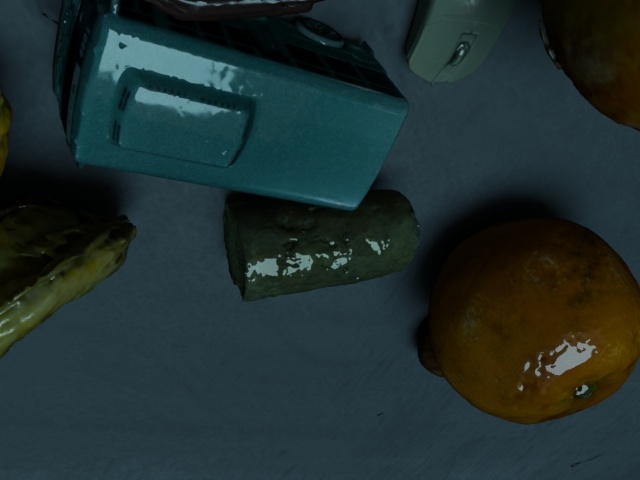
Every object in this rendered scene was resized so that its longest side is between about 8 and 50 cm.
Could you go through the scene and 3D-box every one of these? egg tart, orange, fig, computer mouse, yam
[{"bbox_3d":[-0.272,0.034,0.515,0.241,0.241,0.106,-31,106,9],"label":"egg tart"},{"bbox_3d":[0.263,0.098,0.752,0.261,0.261,0.261,-11,135,-11],"label":"orange"},{"bbox_3d":[0.175,0.170,0.905,0.088,0.089,0.125,7,152,-26],"label":"fig"},{"bbox_3d":[0.129,-0.211,0.533,0.089,0.056,0.182,0,132,-15],"label":"computer mouse"},{"bbox_3d":[0.000,0.000,0.644,0.194,0.107,0.107,-8,134,-15],"label":"yam"}]

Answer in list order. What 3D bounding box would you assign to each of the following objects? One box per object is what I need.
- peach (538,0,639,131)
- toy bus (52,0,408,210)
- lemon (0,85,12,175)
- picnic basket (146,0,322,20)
[{"bbox_3d":[0.320,-0.229,0.385,0.372,0.290,0.372,-23,174,-3],"label":"peach"},{"bbox_3d":[-0.072,-0.116,0.480,0.256,0.147,0.128,8,127,-28],"label":"toy bus"},{"bbox_3d":[-0.310,-0.067,0.437,0.187,0.142,0.142,-31,135,6],"label":"lemon"},{"bbox_3d":[-0.001,-0.274,0.368,0.296,0.129,0.223,-13,133,-10],"label":"picnic basket"}]
